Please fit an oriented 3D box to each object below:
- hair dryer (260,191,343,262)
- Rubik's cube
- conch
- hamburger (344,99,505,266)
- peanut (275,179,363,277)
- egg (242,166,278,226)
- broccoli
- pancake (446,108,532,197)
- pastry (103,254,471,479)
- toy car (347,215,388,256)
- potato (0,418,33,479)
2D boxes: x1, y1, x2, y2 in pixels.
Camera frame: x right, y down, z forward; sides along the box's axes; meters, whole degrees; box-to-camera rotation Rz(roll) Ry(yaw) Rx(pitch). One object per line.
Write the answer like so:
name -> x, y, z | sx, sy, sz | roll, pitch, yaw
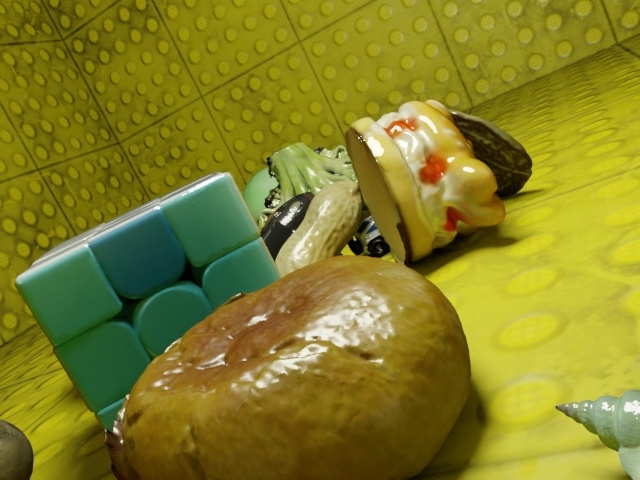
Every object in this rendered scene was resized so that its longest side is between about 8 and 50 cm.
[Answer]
hair dryer -> -0.048, 0.040, 1.276 | 0.303, 0.120, 0.359 | -47, 30, -13
Rubik's cube -> -0.209, 0.089, 0.883 | 0.291, 0.291, 0.291 | -27, 11, -10
conch -> 0.215, 0.121, 0.351 | 0.088, 0.065, 0.180 | -32, 18, -32
hamburger -> 0.173, -0.101, 1.013 | 0.186, 0.260, 0.302 | -22, 14, 0
peanut -> 0.000, 0.000, 1.145 | 0.274, 0.111, 0.125 | -58, 8, -21
egg -> -0.121, -0.126, 1.889 | 0.220, 0.220, 0.270 | -34, 17, -36
broccoli -> -0.008, -0.121, 1.605 | 0.324, 0.271, 0.334 | -9, 0, -41
pancake -> 0.264, -0.153, 1.139 | 0.250, 0.250, 0.031 | -11, 44, 53
pastry -> -0.026, 0.136, 0.591 | 0.356, 0.163, 0.356 | -23, 9, 4
toy car -> 0.134, -0.023, 1.212 | 0.171, 0.070, 0.080 | -27, 11, -8
potato -> -0.509, 0.334, 0.809 | 0.262, 0.165, 0.165 | -27, 10, 14
